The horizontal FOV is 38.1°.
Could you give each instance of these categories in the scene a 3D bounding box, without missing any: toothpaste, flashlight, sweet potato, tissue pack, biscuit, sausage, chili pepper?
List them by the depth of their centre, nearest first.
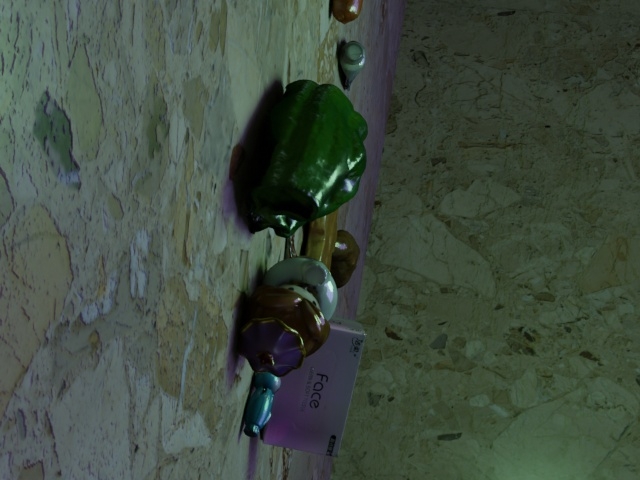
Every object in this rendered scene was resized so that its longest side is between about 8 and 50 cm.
[{"bbox_3d":[-0.013,-0.119,1.464,0.385,0.168,0.213,-70,163,-56],"label":"chili pepper"},{"bbox_3d":[-0.107,0.283,1.623,0.051,0.051,0.129,88,18,-51],"label":"flashlight"},{"bbox_3d":[-0.019,0.263,1.719,0.092,0.149,0.246,-109,-149,-78],"label":"tissue pack"},{"bbox_3d":[0.066,-0.568,2.010,0.076,0.076,0.197,12,86,-83],"label":"sausage"},{"bbox_3d":[-0.003,0.000,2.118,0.275,0.052,0.354,56,43,-79],"label":"biscuit"},{"bbox_3d":[0.078,-0.446,2.319,0.099,0.069,0.282,-55,180,1],"label":"toothpaste"},{"bbox_3d":[0.052,0.035,2.449,0.114,0.092,0.341,-55,165,-14],"label":"sweet potato"}]

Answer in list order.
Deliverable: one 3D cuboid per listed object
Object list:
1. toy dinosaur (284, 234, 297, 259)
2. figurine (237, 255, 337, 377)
[{"bbox_3d":[-0.017,0.060,1.836,0.206,0.113,0.327,86,12,-57],"label":"toy dinosaur"},{"bbox_3d":[-0.050,0.120,1.532,0.189,0.142,0.263,-61,-178,23],"label":"figurine"}]
